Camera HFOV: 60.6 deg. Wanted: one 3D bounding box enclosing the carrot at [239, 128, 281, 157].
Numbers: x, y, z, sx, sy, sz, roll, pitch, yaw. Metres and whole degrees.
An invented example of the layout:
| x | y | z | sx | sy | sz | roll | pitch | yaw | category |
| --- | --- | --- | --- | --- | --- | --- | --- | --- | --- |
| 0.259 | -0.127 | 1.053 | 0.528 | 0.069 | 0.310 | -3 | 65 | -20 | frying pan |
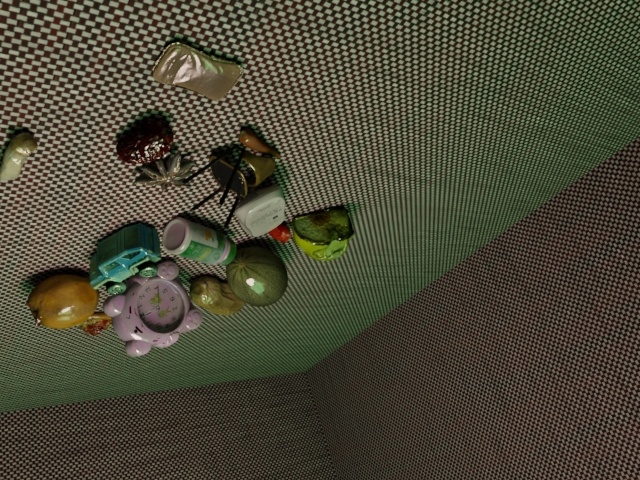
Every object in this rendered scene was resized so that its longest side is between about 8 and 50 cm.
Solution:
| x | y | z | sx | sy | sz | roll | pitch | yaw | category |
| --- | --- | --- | --- | --- | --- | --- | --- | --- | --- |
| -0.179 | -0.288 | 1.680 | 0.048 | 0.048 | 0.216 | -29 | 157 | 19 | carrot |

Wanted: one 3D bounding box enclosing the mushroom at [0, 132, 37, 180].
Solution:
| x | y | z | sx | sy | sz | roll | pitch | yaw | category |
| --- | --- | --- | --- | --- | --- | --- | --- | --- | --- |
| -0.787 | -0.206 | 1.411 | 0.059 | 0.055 | 0.202 | 13 | 145 | -41 | mushroom |

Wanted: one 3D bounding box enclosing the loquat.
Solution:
| x | y | z | sx | sy | sz | roll | pitch | yaw | category |
| --- | --- | --- | --- | --- | --- | --- | --- | --- | --- |
| -0.928 | 0.219 | 1.986 | 0.238 | 0.193 | 0.238 | -23 | 177 | -1 | loquat |

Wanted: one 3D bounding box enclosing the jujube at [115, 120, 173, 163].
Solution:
| x | y | z | sx | sy | sz | roll | pitch | yaw | category |
| --- | --- | --- | --- | --- | --- | --- | --- | --- | --- |
| -0.471 | -0.255 | 1.479 | 0.165 | 0.104 | 0.104 | -25 | 154 | 23 | jujube |

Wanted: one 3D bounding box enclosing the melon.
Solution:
| x | y | z | sx | sy | sz | roll | pitch | yaw | category |
| --- | --- | --- | --- | --- | --- | --- | --- | --- | --- |
| -0.261 | 0.148 | 2.247 | 0.237 | 0.238 | 0.302 | -24 | 150 | 10 | melon |

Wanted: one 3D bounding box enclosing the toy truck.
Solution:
| x | y | z | sx | sy | sz | roll | pitch | yaw | category |
| --- | --- | --- | --- | --- | --- | --- | --- | --- | --- |
| -0.681 | 0.062 | 1.897 | 0.278 | 0.155 | 0.156 | -27 | 144 | 16 | toy truck |

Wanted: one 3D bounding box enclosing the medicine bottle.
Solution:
| x | y | z | sx | sy | sz | roll | pitch | yaw | category |
| --- | --- | --- | --- | --- | --- | --- | --- | --- | --- |
| -0.430 | 0.013 | 1.987 | 0.133 | 0.134 | 0.274 | -30 | 152 | 21 | medicine bottle |

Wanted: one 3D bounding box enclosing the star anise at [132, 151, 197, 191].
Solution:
| x | y | z | sx | sy | sz | roll | pitch | yaw | category |
| --- | --- | --- | --- | --- | --- | --- | --- | --- | --- |
| -0.463 | -0.200 | 1.631 | 0.195 | 0.065 | 0.182 | -18 | 159 | -12 | star anise |

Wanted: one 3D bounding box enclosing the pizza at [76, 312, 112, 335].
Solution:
| x | y | z | sx | sy | sz | roll | pitch | yaw | category |
| --- | --- | --- | --- | --- | --- | --- | --- | --- | --- |
| -0.983 | 0.375 | 2.405 | 0.200 | 0.053 | 0.193 | -5 | 151 | -28 | pizza |

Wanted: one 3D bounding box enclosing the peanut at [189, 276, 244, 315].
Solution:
| x | y | z | sx | sy | sz | roll | pitch | yaw | category |
| --- | --- | --- | --- | --- | --- | --- | --- | --- | --- |
| -0.465 | 0.252 | 2.419 | 0.159 | 0.143 | 0.291 | -39 | 147 | 15 | peanut |

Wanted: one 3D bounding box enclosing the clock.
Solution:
| x | y | z | sx | sy | sz | roll | pitch | yaw | category |
| --- | --- | --- | --- | --- | --- | --- | --- | --- | --- |
| -0.628 | 0.261 | 2.061 | 0.113 | 0.296 | 0.322 | -21 | -172 | 40 | clock |

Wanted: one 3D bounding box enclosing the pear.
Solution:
| x | y | z | sx | sy | sz | roll | pitch | yaw | category |
| --- | --- | --- | --- | --- | --- | --- | --- | --- | --- |
| 0.000 | 0.000 | 2.230 | 0.238 | 0.164 | 0.255 | -14 | 155 | -15 | pear |

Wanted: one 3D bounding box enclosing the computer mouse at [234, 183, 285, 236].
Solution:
| x | y | z | sx | sy | sz | roll | pitch | yaw | category |
| --- | --- | --- | --- | --- | --- | --- | --- | --- | --- |
| -0.207 | -0.117 | 1.880 | 0.184 | 0.121 | 0.297 | -28 | 164 | -4 | computer mouse |

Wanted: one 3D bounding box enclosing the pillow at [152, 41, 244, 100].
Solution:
| x | y | z | sx | sy | sz | roll | pitch | yaw | category |
| --- | --- | --- | --- | --- | --- | --- | --- | --- | --- |
| -0.301 | -0.414 | 1.354 | 0.211 | 0.034 | 0.135 | 10 | 145 | -44 | pillow |

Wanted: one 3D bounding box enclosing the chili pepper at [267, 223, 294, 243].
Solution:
| x | y | z | sx | sy | sz | roll | pitch | yaw | category |
| --- | --- | --- | --- | --- | --- | --- | --- | --- | --- |
| -0.174 | -0.047 | 2.125 | 0.071 | 0.063 | 0.272 | -51 | 143 | -1 | chili pepper |

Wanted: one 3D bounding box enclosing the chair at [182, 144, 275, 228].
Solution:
| x | y | z | sx | sy | sz | roll | pitch | yaw | category |
| --- | --- | --- | --- | --- | --- | --- | --- | --- | --- |
| -0.275 | -0.186 | 1.691 | 0.247 | 0.172 | 0.159 | -57 | 168 | -25 | chair |
